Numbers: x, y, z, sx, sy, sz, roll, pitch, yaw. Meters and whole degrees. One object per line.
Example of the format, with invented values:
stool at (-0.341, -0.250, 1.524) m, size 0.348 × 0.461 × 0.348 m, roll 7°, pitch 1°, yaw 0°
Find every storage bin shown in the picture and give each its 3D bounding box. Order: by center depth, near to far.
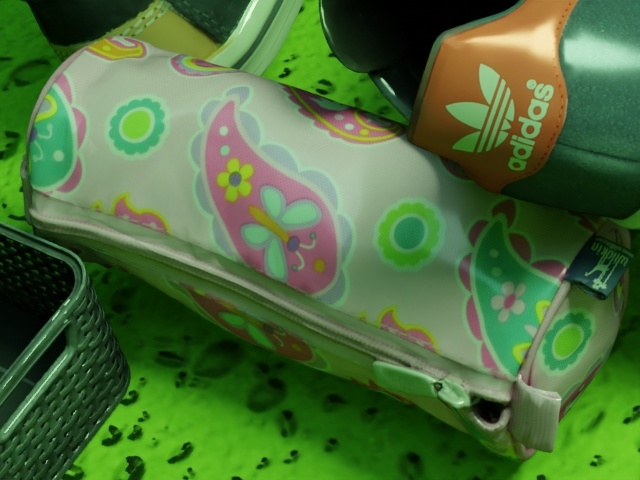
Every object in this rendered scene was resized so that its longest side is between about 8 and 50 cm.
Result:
storage bin at (-0.197, 0.051, 0.771) m, size 0.180 × 0.084 × 0.122 m, roll 20°, pitch 58°, yaw 27°

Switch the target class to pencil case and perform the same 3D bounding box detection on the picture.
pencil case at (0.000, 0.000, 0.737) m, size 0.284 × 0.124 × 0.124 m, roll 23°, pitch 59°, yaw 22°

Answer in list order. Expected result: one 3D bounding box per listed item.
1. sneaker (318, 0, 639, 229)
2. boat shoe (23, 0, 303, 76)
sneaker at (0.067, -0.129, 0.730) m, size 0.148 × 0.131 × 0.350 m, roll 9°, pitch 26°, yaw -15°
boat shoe at (-0.048, -0.302, 0.923) m, size 0.187 × 0.156 × 0.500 m, roll -7°, pitch 54°, yaw 45°
